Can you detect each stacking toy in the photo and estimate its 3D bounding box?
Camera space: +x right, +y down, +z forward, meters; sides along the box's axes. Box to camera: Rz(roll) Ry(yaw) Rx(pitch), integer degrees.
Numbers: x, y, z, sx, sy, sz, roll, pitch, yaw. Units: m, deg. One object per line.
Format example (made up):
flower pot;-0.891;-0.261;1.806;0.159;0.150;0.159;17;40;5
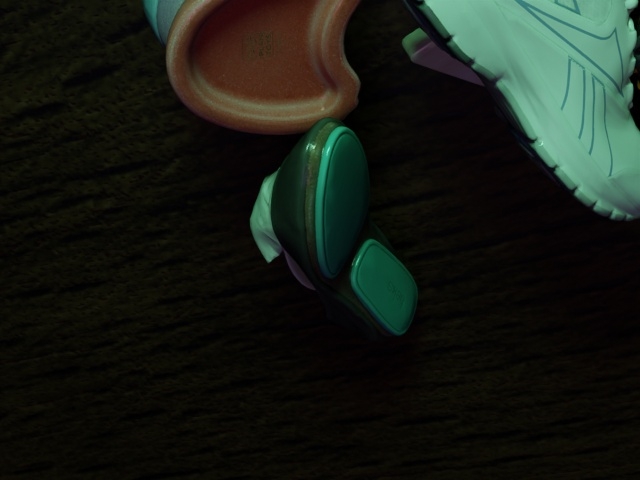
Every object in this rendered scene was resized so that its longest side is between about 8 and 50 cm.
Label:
stacking toy;0.015;-0.234;0.809;0.279;0.130;0.309;-4;134;-19

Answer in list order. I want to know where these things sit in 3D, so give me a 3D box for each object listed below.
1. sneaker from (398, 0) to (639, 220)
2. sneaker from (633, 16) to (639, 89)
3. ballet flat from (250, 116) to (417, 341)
sneaker;0.164;-0.124;0.785;0.129;0.111;0.297;-41;124;7
sneaker;0.258;-0.126;0.839;0.083;0.084;0.215;24;141;29
ballet flat;0.000;0.000;0.931;0.096;0.095;0.280;13;152;25
